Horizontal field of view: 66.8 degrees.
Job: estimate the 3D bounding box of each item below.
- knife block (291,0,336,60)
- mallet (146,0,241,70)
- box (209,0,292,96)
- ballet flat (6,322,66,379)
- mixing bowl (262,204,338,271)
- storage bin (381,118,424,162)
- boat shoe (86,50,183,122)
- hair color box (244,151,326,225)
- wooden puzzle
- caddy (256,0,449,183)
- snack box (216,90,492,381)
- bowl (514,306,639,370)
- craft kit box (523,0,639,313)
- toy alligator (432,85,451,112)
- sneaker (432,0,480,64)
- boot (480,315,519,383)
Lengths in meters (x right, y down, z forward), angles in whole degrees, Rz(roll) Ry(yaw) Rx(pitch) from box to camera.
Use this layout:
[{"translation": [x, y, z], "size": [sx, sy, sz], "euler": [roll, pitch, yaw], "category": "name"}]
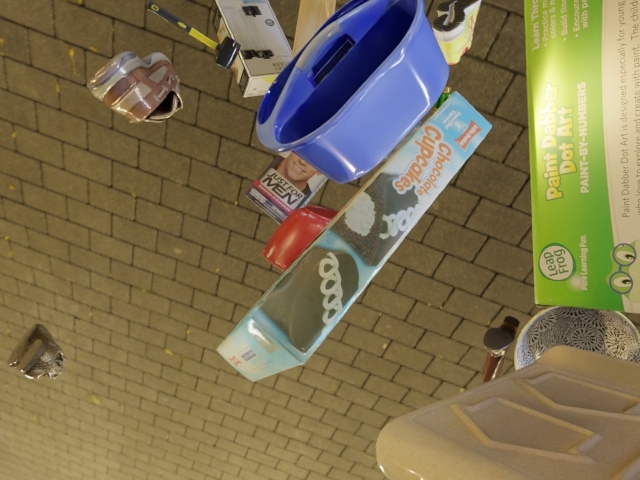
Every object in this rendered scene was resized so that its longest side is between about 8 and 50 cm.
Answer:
[{"translation": [-0.026, -0.453, 1.195], "size": [0.088, 0.242, 0.275], "euler": [9, 128, -7], "category": "knife block"}, {"translation": [-0.247, -0.422, 0.967], "size": [0.190, 0.039, 0.062], "euler": [35, 95, -23], "category": "mallet"}, {"translation": [-0.189, -0.565, 1.399], "size": [0.290, 0.169, 0.087], "euler": [67, 152, 13], "category": "box"}, {"translation": [-0.482, 0.194, 0.832], "size": [0.058, 0.084, 0.250], "euler": [39, 155, -29], "category": "ballet flat"}, {"translation": [0.000, 0.000, 0.831], "size": [0.181, 0.181, 0.098], "euler": [18, 104, 2], "category": "mixing bowl"}, {"translation": [0.196, -0.312, 1.365], "size": [0.122, 0.084, 0.180], "euler": [64, 153, 11], "category": "storage bin"}, {"translation": [-0.331, -0.282, 0.937], "size": [0.123, 0.324, 0.116], "euler": [-38, 106, 14], "category": "boat shoe"}, {"translation": [-0.073, -0.226, 1.621], "size": [0.174, 0.105, 0.347], "euler": [40, 89, 2], "category": "hair color box"}, {"translation": [0.278, 0.208, 0.440], "size": [0.322, 0.348, 0.080], "euler": [7, 102, 51], "category": "wooden puzzle"}, {"translation": [0.040, -0.266, 0.806], "size": [0.341, 0.241, 0.179], "euler": [-47, 132, 5], "category": "caddy"}, {"translation": [0.034, -0.002, 0.504], "size": [0.060, 0.322, 0.187], "euler": [43, 152, -1], "category": "snack box"}, {"translation": [0.369, 0.157, 0.719], "size": [0.170, 0.080, 0.170], "euler": [2, 103, 10], "category": "bowl"}, {"translation": [0.223, -0.081, 0.225], "size": [0.247, 0.061, 0.249], "euler": [1, 95, 49], "category": "craft kit box"}, {"translation": [0.218, -0.310, 1.052], "size": [0.190, 0.051, 0.056], "euler": [11, 112, 16], "category": "toy alligator"}, {"translation": [0.276, -0.428, 0.989], "size": [0.082, 0.208, 0.094], "euler": [7, 135, 30], "category": "sneaker"}, {"translation": [0.260, 0.181, 0.733], "size": [0.037, 0.106, 0.114], "euler": [31, 123, 33], "category": "boot"}]
